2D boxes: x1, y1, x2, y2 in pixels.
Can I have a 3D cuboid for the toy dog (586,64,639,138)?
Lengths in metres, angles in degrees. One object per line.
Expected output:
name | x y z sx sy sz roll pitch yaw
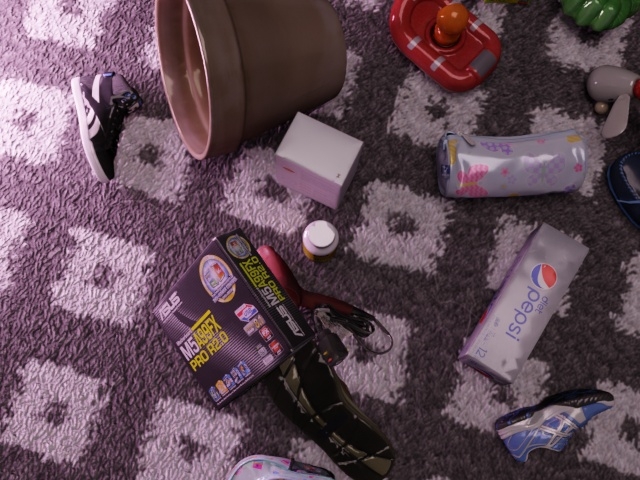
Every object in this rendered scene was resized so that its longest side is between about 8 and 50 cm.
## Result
toy dog | 0.631 -0.205 1.383 0.220 0.333 0.160 4 114 -15

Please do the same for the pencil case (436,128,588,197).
pencil case | 0.350 -0.144 1.406 0.273 0.113 0.124 -1 100 -3

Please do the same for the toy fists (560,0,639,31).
toy fists | 0.515 -0.540 1.491 0.142 0.096 0.279 -23 84 -19

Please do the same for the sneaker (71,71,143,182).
sneaker | -0.384 -0.222 1.416 0.121 0.079 0.216 -16 77 -4

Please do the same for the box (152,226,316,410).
box | -0.154 0.138 1.262 0.060 0.270 0.216 -28 79 -46

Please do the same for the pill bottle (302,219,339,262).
pill bottle | 0.000 0.000 1.362 0.065 0.116 0.065 0 78 -1

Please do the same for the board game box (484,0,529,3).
board game box | 0.378 -0.573 1.536 0.092 0.043 0.181 1 78 -1

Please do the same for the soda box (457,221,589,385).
soda box | 0.363 0.115 1.362 0.098 0.091 0.286 31 78 6

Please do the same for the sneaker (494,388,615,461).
sneaker | 0.417 0.320 1.333 0.211 0.080 0.081 -21 86 4

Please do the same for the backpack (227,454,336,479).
backpack | -0.075 0.443 1.253 0.189 0.144 0.165 17 83 5

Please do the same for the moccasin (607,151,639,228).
moccasin | 0.683 -0.039 1.393 0.138 0.117 0.342 -42 82 -10

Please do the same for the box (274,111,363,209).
box | -0.004 -0.139 1.364 0.130 0.170 0.091 26 78 3

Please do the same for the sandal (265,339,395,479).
sandal | 0.011 0.292 1.319 0.120 0.086 0.302 -36 93 6

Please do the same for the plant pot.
plant pot | -0.119 -0.327 1.359 0.281 0.323 0.323 -14 78 -22

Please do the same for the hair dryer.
hair dryer | -0.025 0.116 1.331 0.293 0.224 0.080 45 109 21

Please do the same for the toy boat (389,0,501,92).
toy boat | 0.240 -0.401 1.439 0.231 0.151 0.151 42 79 7
